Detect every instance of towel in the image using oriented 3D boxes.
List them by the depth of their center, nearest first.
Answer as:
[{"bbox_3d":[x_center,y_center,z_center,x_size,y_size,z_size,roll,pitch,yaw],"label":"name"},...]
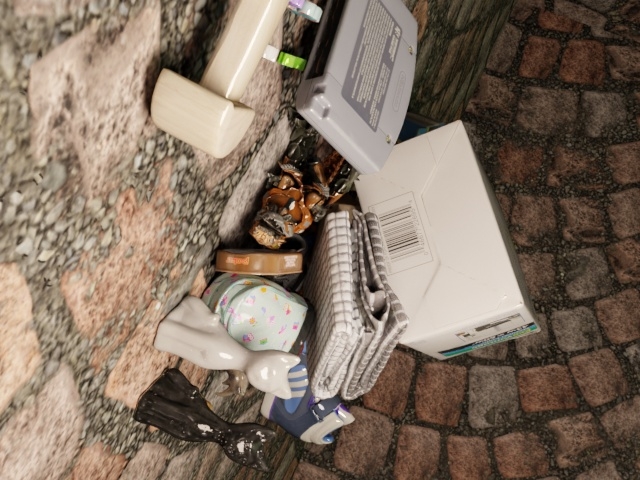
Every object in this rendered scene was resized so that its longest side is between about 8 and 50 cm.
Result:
[{"bbox_3d":[0.049,0.111,1.263,0.283,0.121,0.235,108,-18,-53],"label":"towel"}]

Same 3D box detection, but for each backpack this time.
[{"bbox_3d":[-0.101,0.120,1.192,0.182,0.115,0.152,34,75,-38],"label":"backpack"}]

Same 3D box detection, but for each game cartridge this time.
[{"bbox_3d":[0.068,-0.261,1.134,0.198,0.062,0.297,43,54,-46],"label":"game cartridge"}]

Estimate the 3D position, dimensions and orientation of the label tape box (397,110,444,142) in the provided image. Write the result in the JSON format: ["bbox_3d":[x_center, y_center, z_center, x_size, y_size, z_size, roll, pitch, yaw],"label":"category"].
[{"bbox_3d":[0.224,-0.222,2.073,0.348,0.115,0.249,-27,139,-67],"label":"label tape box"}]

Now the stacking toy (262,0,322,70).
[{"bbox_3d":[-0.028,-0.311,0.973,0.167,0.052,0.221,-68,168,11],"label":"stacking toy"}]

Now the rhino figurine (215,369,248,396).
[{"bbox_3d":[-0.115,0.198,1.408,0.243,0.106,0.073,-49,167,-17],"label":"rhino figurine"}]

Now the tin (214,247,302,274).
[{"bbox_3d":[-0.094,0.032,1.185,0.190,0.106,0.040,0,98,-71],"label":"tin"}]

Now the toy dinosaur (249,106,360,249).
[{"bbox_3d":[-0.025,-0.104,1.263,0.218,0.164,0.322,-58,-163,31],"label":"toy dinosaur"}]

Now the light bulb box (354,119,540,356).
[{"bbox_3d":[0.251,0.021,1.438,0.361,0.225,0.358,35,39,-65],"label":"light bulb box"}]

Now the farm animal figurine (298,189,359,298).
[{"bbox_3d":[0.091,0.075,1.669,0.330,0.172,0.327,-63,-167,14],"label":"farm animal figurine"}]

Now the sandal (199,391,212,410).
[{"bbox_3d":[-0.219,0.313,1.336,0.072,0.049,0.180,-62,167,-19],"label":"sandal"}]

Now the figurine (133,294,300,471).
[{"bbox_3d":[-0.144,0.215,1.090,0.092,0.209,0.215,-38,149,-66],"label":"figurine"}]

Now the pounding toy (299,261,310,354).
[{"bbox_3d":[-0.065,0.154,1.547,0.237,0.110,0.183,-59,166,-29],"label":"pounding toy"}]

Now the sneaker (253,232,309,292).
[{"bbox_3d":[-0.095,0.081,1.326,0.153,0.101,0.268,99,13,-48],"label":"sneaker"}]

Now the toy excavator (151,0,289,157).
[{"bbox_3d":[-0.023,-0.323,0.677,0.433,0.222,0.445,-62,176,-15],"label":"toy excavator"}]

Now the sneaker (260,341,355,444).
[{"bbox_3d":[0.000,0.368,1.917,0.323,0.236,0.130,-69,168,15],"label":"sneaker"}]

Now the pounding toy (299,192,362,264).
[{"bbox_3d":[-0.004,0.003,1.485,0.181,0.094,0.206,-132,-129,-66],"label":"pounding toy"}]

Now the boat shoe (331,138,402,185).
[{"bbox_3d":[0.105,-0.184,1.534,0.110,0.121,0.341,-47,163,-4],"label":"boat shoe"}]
